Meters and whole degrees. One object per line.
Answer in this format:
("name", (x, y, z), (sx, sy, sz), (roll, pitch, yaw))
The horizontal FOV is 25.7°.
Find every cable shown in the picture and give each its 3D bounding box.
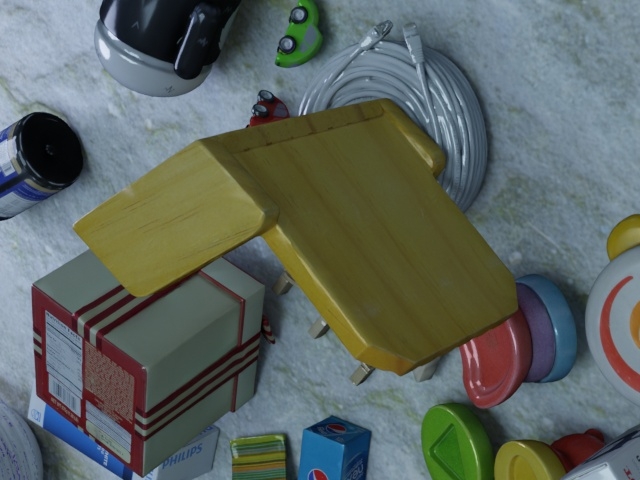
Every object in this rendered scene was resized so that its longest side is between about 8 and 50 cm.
("cable", (0.083, -0.121, 1.734), (0.257, 0.089, 0.257), (-27, 85, 38))

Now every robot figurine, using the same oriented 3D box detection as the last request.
("robot figurine", (-0.189, -0.321, 1.839), (0.173, 0.209, 0.278), (28, 117, 4))

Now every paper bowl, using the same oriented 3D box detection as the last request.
("paper bowl", (-0.567, 0.374, 2.288), (0.284, 0.148, 0.284), (10, 107, 34))

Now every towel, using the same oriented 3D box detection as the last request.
("towel", (-0.087, 0.392, 1.963), (0.102, 0.021, 0.237), (-16, 68, 39))

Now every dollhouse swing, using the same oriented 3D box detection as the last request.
("dollhouse swing", (-0.014, 0.029, 1.567), (0.315, 0.347, 0.305), (-30, 84, 38))

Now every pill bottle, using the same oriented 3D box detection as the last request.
("pill bottle", (-0.472, -0.102, 2.123), (0.219, 0.123, 0.123), (-23, 87, 37))

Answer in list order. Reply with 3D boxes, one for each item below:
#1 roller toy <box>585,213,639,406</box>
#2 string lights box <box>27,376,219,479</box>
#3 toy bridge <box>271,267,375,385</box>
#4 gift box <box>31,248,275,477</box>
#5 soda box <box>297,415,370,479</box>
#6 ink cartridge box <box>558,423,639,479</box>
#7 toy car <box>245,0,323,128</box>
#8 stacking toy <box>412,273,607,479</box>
("roller toy", (0.392, 0.085, 1.517), (0.191, 0.146, 0.209), (19, 111, 31))
("string lights box", (-0.293, 0.271, 2.071), (0.259, 0.133, 0.077), (26, 114, 30))
("toy bridge", (0.009, 0.105, 1.879), (0.188, 0.026, 0.063), (49, 121, 17))
("gift box", (-0.235, 0.139, 1.931), (0.255, 0.258, 0.276), (36, 139, 22))
("soda box", (0.013, 0.353, 1.907), (0.071, 0.067, 0.210), (17, 111, 33))
("ink cartridge box", (0.366, 0.298, 1.528), (0.100, 0.237, 0.172), (-36, 79, 36))
("toy car", (-0.044, -0.204, 1.791), (0.053, 0.239, 0.225), (22, 89, -4))
("stacking toy", (0.236, 0.193, 1.716), (0.279, 0.130, 0.309), (-11, 92, 64))
